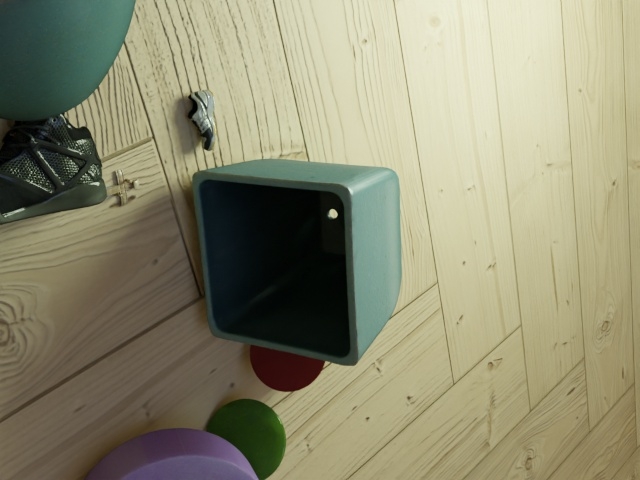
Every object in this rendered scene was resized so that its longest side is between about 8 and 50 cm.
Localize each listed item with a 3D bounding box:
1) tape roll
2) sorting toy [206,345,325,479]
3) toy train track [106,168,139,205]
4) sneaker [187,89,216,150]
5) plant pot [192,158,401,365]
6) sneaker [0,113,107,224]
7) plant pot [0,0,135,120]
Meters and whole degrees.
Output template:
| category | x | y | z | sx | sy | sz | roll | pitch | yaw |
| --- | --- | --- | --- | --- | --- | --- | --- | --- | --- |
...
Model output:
| category | x | y | z | sx | sy | sz | roll | pitch | yaw |
| --- | --- | --- | --- | --- | --- | --- | --- | --- | --- |
| tape roll | -0.204 | 0.404 | 1.114 | 0.274 | 0.090 | 0.275 | -5 | 104 | -19 |
| sorting toy | -0.092 | 0.293 | 1.276 | 0.366 | 0.127 | 0.126 | -64 | 164 | -6 |
| toy train track | -0.268 | -0.063 | 1.040 | 0.083 | 0.014 | 0.048 | -23 | 116 | -38 |
| sneaker | -0.164 | -0.163 | 1.106 | 0.036 | 0.032 | 0.083 | -9 | 104 | -28 |
| plant pot | 0.000 | 0.000 | 1.169 | 0.252 | 0.247 | 0.247 | -30 | 122 | -54 |
| sneaker | -0.350 | -0.087 | 0.907 | 0.227 | 0.087 | 0.130 | -19 | 113 | -43 |
| plant pot | -0.306 | -0.235 | 0.799 | 0.290 | 0.290 | 0.195 | -45 | 152 | -26 |
